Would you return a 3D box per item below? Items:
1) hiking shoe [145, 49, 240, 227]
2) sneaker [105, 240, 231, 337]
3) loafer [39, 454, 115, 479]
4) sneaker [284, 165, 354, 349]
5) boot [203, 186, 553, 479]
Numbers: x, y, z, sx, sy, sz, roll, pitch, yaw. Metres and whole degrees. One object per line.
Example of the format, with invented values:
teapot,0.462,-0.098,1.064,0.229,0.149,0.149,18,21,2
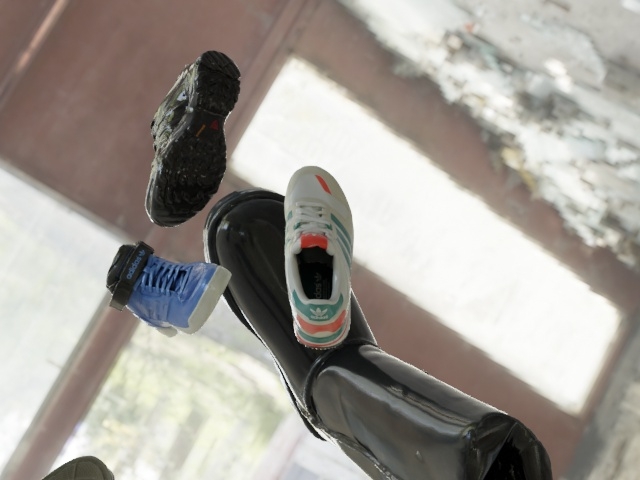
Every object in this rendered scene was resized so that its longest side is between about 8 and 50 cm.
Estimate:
hiking shoe,-0.166,-0.119,1.705,0.086,0.227,0.114,25,165,-25
sneaker,-0.133,0.036,1.142,0.084,0.058,0.152,34,161,-13
loafer,-0.180,0.174,0.837,0.045,0.125,0.039,61,175,19
sneaker,0.000,0.000,1.090,0.057,0.161,0.075,-1,152,0
boot,0.058,0.146,1.480,0.367,0.146,0.445,60,169,-26
